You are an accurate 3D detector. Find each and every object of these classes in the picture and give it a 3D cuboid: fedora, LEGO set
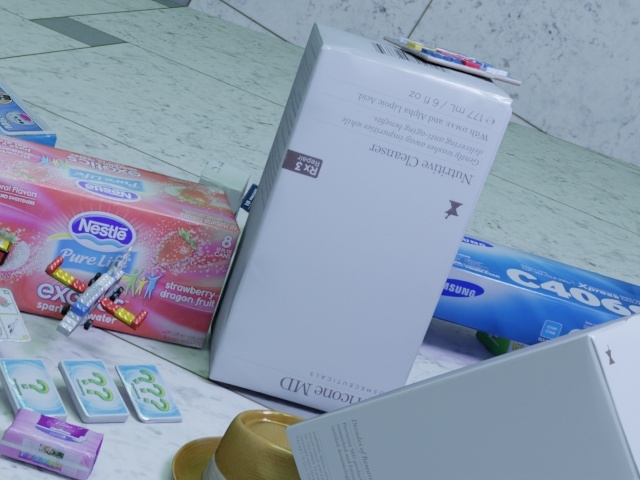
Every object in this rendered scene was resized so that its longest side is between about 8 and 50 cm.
[{"bbox_3d":[-0.037,0.208,1.291,0.194,0.079,0.194,18,18,-6],"label":"fedora"},{"bbox_3d":[-0.247,0.077,1.415,0.182,0.060,0.244,5,38,-38],"label":"LEGO set"}]

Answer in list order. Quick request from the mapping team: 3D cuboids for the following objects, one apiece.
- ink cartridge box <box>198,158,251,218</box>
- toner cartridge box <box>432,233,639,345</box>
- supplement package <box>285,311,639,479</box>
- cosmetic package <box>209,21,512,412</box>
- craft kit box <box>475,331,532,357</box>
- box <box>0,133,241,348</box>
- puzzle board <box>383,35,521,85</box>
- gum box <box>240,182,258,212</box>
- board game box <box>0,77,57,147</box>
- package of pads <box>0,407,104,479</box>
[{"bbox_3d":[-0.138,-0.023,1.791,0.056,0.135,0.099,20,18,-1],"label":"ink cartridge box"},{"bbox_3d":[0.270,0.074,1.858,0.347,0.075,0.165,16,17,-8],"label":"toner cartridge box"},{"bbox_3d":[0.154,0.183,1.160,0.293,0.175,0.177,-22,-8,34],"label":"supplement package"},{"bbox_3d":[0.033,-0.016,1.536,0.217,0.385,0.156,15,16,-8],"label":"cosmetic package"},{"bbox_3d":[0.367,0.174,1.868,0.246,0.061,0.250,13,18,-28],"label":"craft kit box"},{"bbox_3d":[-0.257,-0.003,1.579,0.300,0.154,0.142,14,18,-18],"label":"box"},{"bbox_3d":[0.143,-0.197,1.545,0.128,0.011,0.096,11,15,-32],"label":"puzzle board"},{"bbox_3d":[0.000,0.000,1.929,0.184,0.041,0.157,28,-5,29],"label":"gum box"},{"bbox_3d":[-0.539,-0.166,1.776,0.302,0.086,0.308,-6,37,-42],"label":"board game box"},{"bbox_3d":[-0.235,0.178,1.251,0.083,0.032,0.050,18,19,-3],"label":"package of pads"}]
